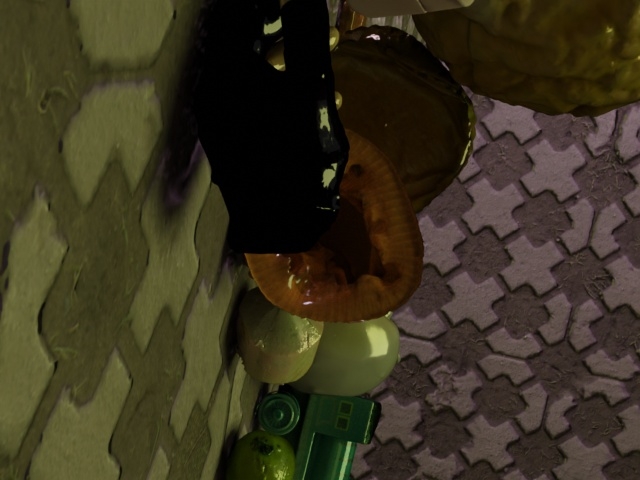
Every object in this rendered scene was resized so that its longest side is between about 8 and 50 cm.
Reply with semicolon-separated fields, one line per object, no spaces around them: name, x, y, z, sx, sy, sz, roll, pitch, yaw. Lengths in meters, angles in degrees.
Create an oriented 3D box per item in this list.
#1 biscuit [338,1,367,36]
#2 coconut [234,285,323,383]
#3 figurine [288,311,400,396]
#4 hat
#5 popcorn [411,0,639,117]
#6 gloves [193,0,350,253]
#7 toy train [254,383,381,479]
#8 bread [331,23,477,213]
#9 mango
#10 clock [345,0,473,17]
biscuit;0.038;-0.280;1.544;0.144;0.040;0.236;18;86;-74
coconut;-0.055;0.119;1.228;0.122;0.116;0.116;101;7;-45
figurine;0.009;0.051;1.491;0.274;0.226;0.394;158;-62;-63
hat;0.000;0.000;1.207;0.233;0.244;0.233;127;-15;-78
popcorn;0.290;-0.310;1.156;0.344;0.354;0.390;-31;173;-15
gloves;-0.039;-0.143;0.867;0.197;0.152;0.301;130;-28;-61
toy train;-0.023;0.370;1.510;0.120;0.194;0.298;59;44;-79
bread;0.080;-0.160;1.264;0.227;0.253;0.142;-52;178;21
mango;-0.088;0.342;1.366;0.178;0.100;0.119;95;3;-63
clock;0.073;-0.433;0.919;0.342;0.184;0.326;43;59;-58
